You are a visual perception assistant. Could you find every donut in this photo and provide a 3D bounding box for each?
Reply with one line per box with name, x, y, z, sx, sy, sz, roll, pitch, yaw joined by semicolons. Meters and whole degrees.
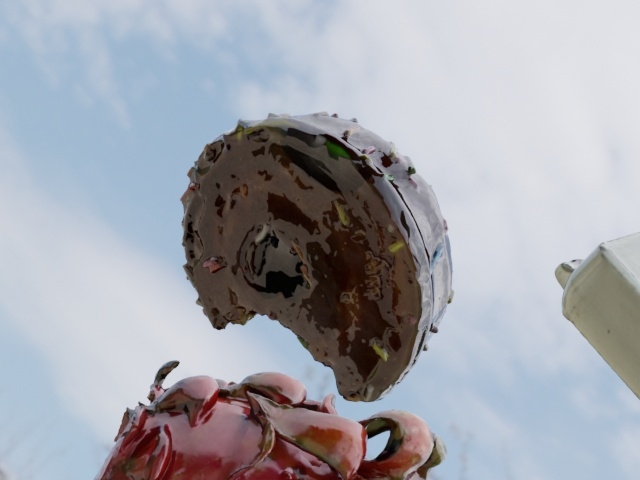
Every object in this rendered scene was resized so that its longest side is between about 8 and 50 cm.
donut;0.001;0.001;1.368;0.230;0.096;0.216;16;-60;36

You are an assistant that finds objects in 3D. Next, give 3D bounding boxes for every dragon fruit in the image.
dragon fruit;-0.064;0.219;1.557;0.243;0.307;0.227;40;22;-24

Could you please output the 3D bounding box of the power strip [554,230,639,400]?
power strip;0.157;0.066;0.589;0.192;0.081;0.035;49;-55;20
